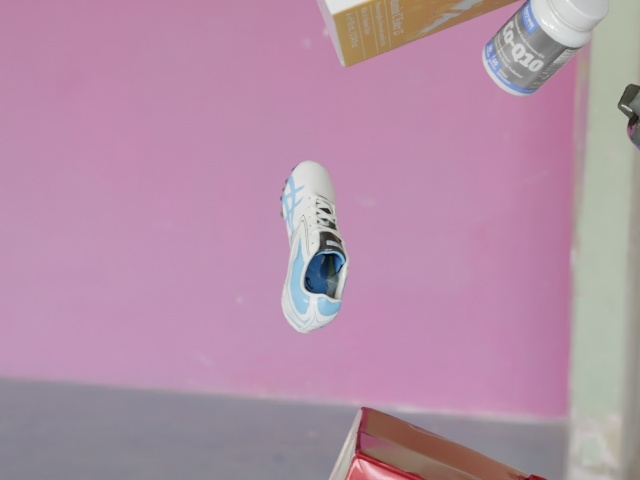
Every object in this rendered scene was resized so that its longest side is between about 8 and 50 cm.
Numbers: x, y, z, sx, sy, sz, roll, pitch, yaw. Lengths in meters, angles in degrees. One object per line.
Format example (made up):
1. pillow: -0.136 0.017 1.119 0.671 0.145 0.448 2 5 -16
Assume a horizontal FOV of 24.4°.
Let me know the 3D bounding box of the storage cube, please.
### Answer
1. storage cube: 0.084 0.268 1.204 0.193 0.215 0.183 22 7 1

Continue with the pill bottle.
1. pill bottle: 0.240 -0.221 1.574 0.078 0.078 0.137 -5 -27 -36

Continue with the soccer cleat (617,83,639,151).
1. soccer cleat: 0.325 -0.161 1.013 0.121 0.289 0.093 35 6 -2

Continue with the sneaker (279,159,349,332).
1. sneaker: 0.000 0.000 1.800 0.085 0.237 0.086 26 -41 -34

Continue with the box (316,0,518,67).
1. box: 0.150 -0.355 1.660 0.345 0.168 0.215 -21 -10 2
